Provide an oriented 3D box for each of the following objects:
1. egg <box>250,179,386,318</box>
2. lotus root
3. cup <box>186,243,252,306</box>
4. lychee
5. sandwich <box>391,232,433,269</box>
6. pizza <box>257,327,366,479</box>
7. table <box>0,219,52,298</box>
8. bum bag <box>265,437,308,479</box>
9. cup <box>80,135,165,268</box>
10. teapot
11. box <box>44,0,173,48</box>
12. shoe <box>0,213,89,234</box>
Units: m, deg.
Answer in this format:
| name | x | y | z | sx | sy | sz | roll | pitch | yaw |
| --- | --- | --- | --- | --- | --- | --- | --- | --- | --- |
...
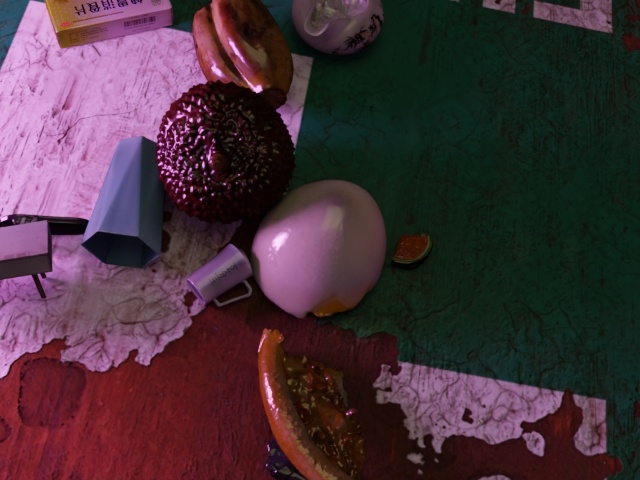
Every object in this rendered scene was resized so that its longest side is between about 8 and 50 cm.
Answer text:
| name | x | y | z | sx | sy | sz | roll | pitch | yaw |
| --- | --- | --- | --- | --- | --- | --- | --- | --- | --- |
| egg | -0.003 | -0.004 | 1.594 | 0.264 | 0.174 | 0.286 | 37 | 68 | 15 |
| lotus root | -0.169 | -0.398 | 1.770 | 0.193 | 0.193 | 0.291 | -24 | 72 | -18 |
| cup | -0.184 | 0.078 | 1.590 | 0.116 | 0.074 | 0.104 | -37 | 98 | -19 |
| lychee | -0.180 | -0.168 | 1.587 | 0.276 | 0.304 | 0.275 | -1 | 102 | -3 |
| sandwich | 0.190 | 0.020 | 1.692 | 0.069 | 0.026 | 0.101 | 22 | 59 | 8 |
| pizza | -0.009 | 0.306 | 1.466 | 0.182 | 0.074 | 0.365 | -3 | 51 | -30 |
| table | -0.606 | 0.056 | 1.500 | 0.240 | 0.111 | 0.121 | -9 | 33 | -12 |
| bum bag | -0.012 | 0.416 | 1.451 | 0.198 | 0.049 | 0.087 | 33 | 41 | 9 |
| cup | -0.361 | -0.079 | 1.611 | 0.134 | 0.148 | 0.235 | -4 | 57 | 20 |
| teapot | 0.048 | -0.540 | 1.887 | 0.208 | 0.166 | 0.299 | 23 | 72 | 17 |
| box | -0.482 | -0.541 | 1.861 | 0.261 | 0.062 | 0.175 | -17 | 67 | -16 |
| shoe | -0.532 | -0.015 | 1.585 | 0.179 | 0.071 | 0.049 | 1 | 67 | -12 |
